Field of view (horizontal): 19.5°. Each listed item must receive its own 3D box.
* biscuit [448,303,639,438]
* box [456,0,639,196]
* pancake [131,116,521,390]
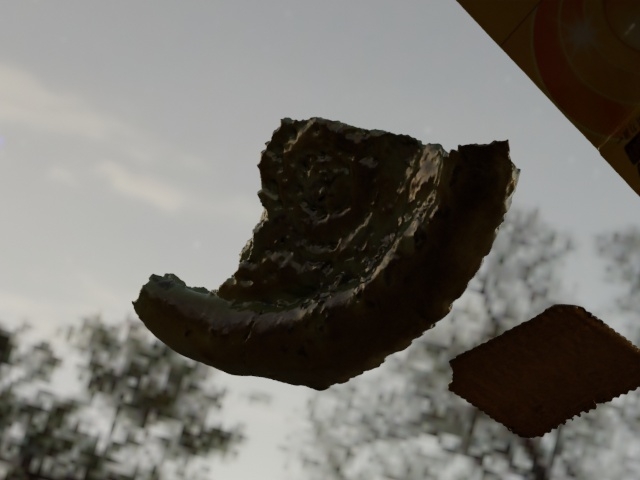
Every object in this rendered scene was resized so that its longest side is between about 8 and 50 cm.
[{"bbox_3d":[0.293,0.170,2.397,0.232,0.013,0.237,-30,-45,29],"label":"biscuit"},{"bbox_3d":[0.205,-0.161,1.314,0.269,0.043,0.152,48,-57,8],"label":"box"},{"bbox_3d":[-0.003,0.001,1.351,0.376,0.197,0.054,-31,-19,35],"label":"pancake"}]
